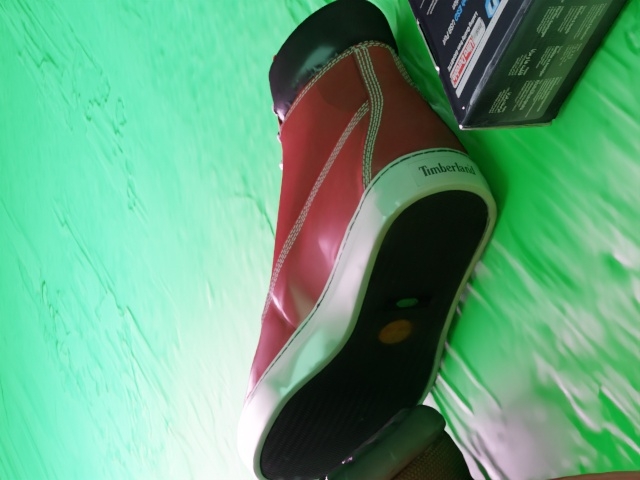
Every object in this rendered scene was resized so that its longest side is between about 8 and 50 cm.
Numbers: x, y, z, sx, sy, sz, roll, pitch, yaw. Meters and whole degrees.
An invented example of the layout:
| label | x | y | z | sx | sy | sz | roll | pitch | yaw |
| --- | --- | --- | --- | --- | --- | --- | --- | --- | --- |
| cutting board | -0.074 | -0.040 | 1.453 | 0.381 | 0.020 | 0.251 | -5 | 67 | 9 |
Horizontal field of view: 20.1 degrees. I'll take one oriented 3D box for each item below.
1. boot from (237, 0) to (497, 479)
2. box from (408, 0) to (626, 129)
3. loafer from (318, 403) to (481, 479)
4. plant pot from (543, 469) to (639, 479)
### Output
| label | x | y | z | sx | sy | sz | roll | pitch | yaw |
| --- | --- | --- | --- | --- | --- | --- | --- | --- | --- |
| boot | 0.000 | 0.000 | 0.962 | 0.176 | 0.088 | 0.244 | 64 | 142 | 40 |
| box | 0.086 | -0.180 | 0.749 | 0.220 | 0.051 | 0.175 | 116 | 142 | -51 |
| loafer | 0.032 | 0.216 | 0.920 | 0.130 | 0.134 | 0.366 | 41 | 149 | 21 |
| plant pot | 0.115 | 0.244 | 0.555 | 0.275 | 0.275 | 0.243 | -132 | 32 | -55 |
